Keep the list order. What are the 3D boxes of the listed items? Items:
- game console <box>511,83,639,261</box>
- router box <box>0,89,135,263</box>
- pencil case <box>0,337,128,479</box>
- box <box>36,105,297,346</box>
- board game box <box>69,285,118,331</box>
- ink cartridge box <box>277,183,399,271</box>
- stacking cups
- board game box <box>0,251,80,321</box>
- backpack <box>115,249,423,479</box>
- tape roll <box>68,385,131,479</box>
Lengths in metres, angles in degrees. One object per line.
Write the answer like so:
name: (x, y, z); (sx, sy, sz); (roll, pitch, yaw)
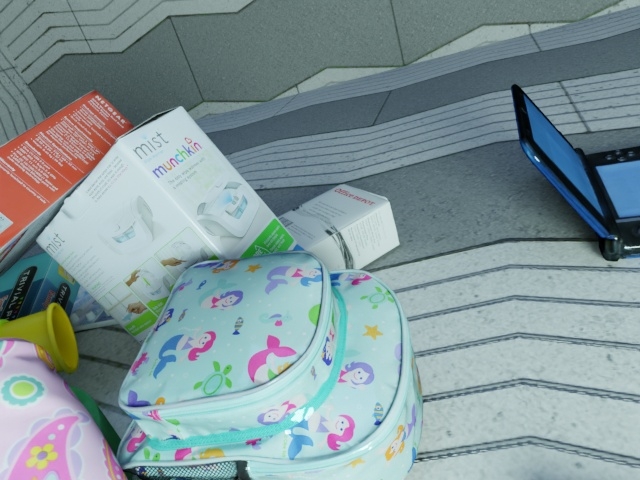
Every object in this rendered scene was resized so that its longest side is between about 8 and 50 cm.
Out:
game console: (0.400, -0.121, 0.635); (0.250, 0.174, 0.293); (-7, 29, 23)
router box: (-0.434, -0.021, 0.650); (0.335, 0.082, 0.301); (-34, 23, 30)
pencil case: (-0.195, 0.202, 0.330); (0.124, 0.124, 0.284); (-32, 60, -25)
box: (-0.210, 0.002, 0.637); (0.261, 0.231, 0.127); (-32, 14, 37)
board game box: (-0.384, 0.037, 0.981); (0.389, 0.050, 0.390); (-12, 27, 15)
ink cartridge box: (0.000, 0.000, 0.760); (0.203, 0.086, 0.148); (-29, 28, -19)
stacking cups: (-0.471, 0.173, 0.577); (0.316, 0.096, 0.096); (-19, 26, -15)
board game box: (-0.577, 0.168, 0.759); (0.335, 0.079, 0.254); (-16, 42, 5)
backpack: (-0.035, 0.125, 0.447); (0.253, 0.191, 0.225); (-3, 38, 13)
tape roll: (-0.350, 0.284, 0.458); (0.320, 0.077, 0.321); (-14, 27, 7)
